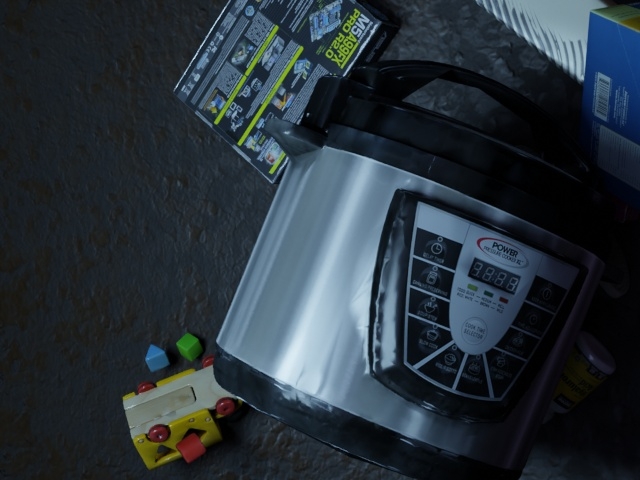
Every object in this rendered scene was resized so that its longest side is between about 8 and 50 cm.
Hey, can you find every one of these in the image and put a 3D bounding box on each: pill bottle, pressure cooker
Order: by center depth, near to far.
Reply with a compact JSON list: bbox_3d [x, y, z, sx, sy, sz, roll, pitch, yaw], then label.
[{"bbox_3d":[0.108,0.021,1.330,0.375,0.370,0.420,22,88,27],"label":"pressure cooker"},{"bbox_3d":[0.299,0.171,1.507,0.116,0.065,0.065,-47,71,22],"label":"pill bottle"}]

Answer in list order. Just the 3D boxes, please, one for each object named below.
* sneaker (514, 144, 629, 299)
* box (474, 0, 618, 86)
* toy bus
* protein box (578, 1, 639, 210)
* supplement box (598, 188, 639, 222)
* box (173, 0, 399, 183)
[{"bbox_3d":[0.277,0.000,1.518,0.222,0.083,0.118,54,129,13],"label":"sneaker"},{"bbox_3d":[0.267,-0.291,1.486,0.275,0.113,0.094,43,111,22],"label":"box"},{"bbox_3d":[-0.177,0.245,1.745,0.202,0.191,0.104,12,140,28],"label":"toy bus"},{"bbox_3d":[0.395,-0.138,1.324,0.201,0.136,0.200,-137,40,-54],"label":"protein box"},{"bbox_3d":[0.350,-0.048,1.462,0.055,0.083,0.043,17,100,26],"label":"supplement box"},{"bbox_3d":[-0.053,-0.246,1.690,0.216,0.060,0.270,42,110,21],"label":"box"}]
